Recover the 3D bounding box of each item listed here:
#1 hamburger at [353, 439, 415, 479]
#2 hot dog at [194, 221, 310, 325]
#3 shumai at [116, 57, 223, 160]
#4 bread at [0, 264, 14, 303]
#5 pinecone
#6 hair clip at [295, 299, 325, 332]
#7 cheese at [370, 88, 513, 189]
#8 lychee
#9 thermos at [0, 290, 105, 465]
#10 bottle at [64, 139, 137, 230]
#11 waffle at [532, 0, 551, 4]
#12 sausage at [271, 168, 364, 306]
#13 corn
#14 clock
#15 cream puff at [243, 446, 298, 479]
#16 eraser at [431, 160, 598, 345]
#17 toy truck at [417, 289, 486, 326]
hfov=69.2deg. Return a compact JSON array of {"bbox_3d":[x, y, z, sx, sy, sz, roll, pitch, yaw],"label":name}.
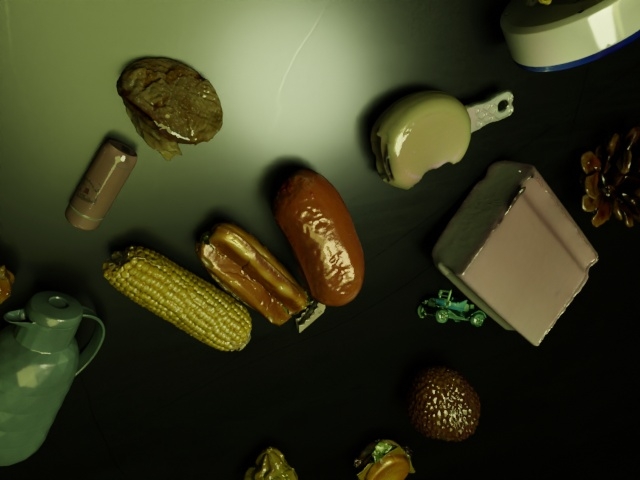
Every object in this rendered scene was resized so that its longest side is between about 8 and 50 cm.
[{"bbox_3d":[0.169,0.611,1.272,0.164,0.093,0.190,-21,125,-12],"label":"hamburger"},{"bbox_3d":[-0.123,0.068,0.857,0.115,0.072,0.269,-38,126,1],"label":"hot dog"},{"bbox_3d":[-0.225,-0.194,0.670,0.139,0.105,0.123,39,56,-43],"label":"shumai"},{"bbox_3d":[-0.575,0.012,0.643,0.139,0.077,0.271,-37,122,-2],"label":"bread"},{"bbox_3d":[0.676,-0.136,0.989,0.202,0.201,0.229,42,72,-48],"label":"pinecone"},{"bbox_3d":[0.010,0.099,0.952,0.072,0.034,0.226,10,115,-27],"label":"hair clip"},{"bbox_3d":[0.228,-0.201,0.839,0.286,0.082,0.163,-21,125,-11],"label":"cheese"},{"bbox_3d":[0.302,0.405,1.161,0.194,0.194,0.194,-10,121,-16],"label":"lychee"},{"bbox_3d":[-0.470,0.216,0.769,0.287,0.145,0.182,-57,154,14],"label":"thermos"},{"bbox_3d":[-0.331,-0.082,0.699,0.053,0.053,0.140,28,106,-32],"label":"bottle"},{"bbox_3d":[0.349,-0.441,0.669,0.229,0.231,0.051,-47,151,1],"label":"waffle"},{"bbox_3d":[0.002,-0.001,0.818,0.133,0.133,0.258,-24,104,-7],"label":"sausage"},{"bbox_3d":[-0.240,0.102,0.819,0.106,0.106,0.293,-44,121,6],"label":"corn"},{"bbox_3d":[0.405,-0.368,0.722,0.230,0.230,0.083,-37,124,2],"label":"clock"},{"bbox_3d":[-0.122,0.574,1.132,0.146,0.116,0.146,-4,147,-3],"label":"cream puff"},{"bbox_3d":[0.428,0.036,1.009,0.359,0.122,0.272,35,91,-32],"label":"eraser"},{"bbox_3d":[0.310,0.155,1.087,0.154,0.080,0.078,11,87,-27],"label":"toy truck"}]
